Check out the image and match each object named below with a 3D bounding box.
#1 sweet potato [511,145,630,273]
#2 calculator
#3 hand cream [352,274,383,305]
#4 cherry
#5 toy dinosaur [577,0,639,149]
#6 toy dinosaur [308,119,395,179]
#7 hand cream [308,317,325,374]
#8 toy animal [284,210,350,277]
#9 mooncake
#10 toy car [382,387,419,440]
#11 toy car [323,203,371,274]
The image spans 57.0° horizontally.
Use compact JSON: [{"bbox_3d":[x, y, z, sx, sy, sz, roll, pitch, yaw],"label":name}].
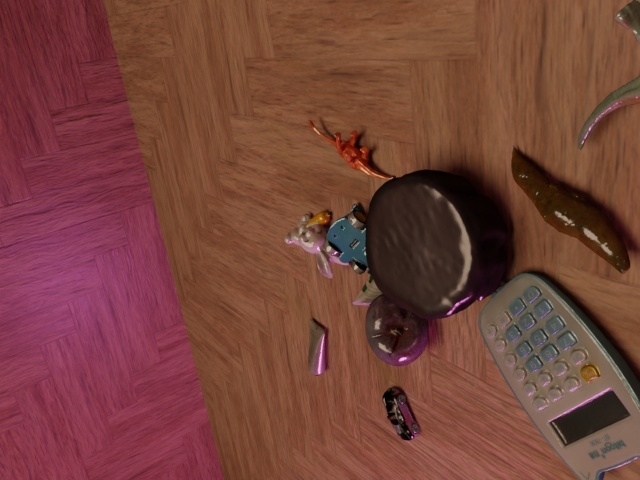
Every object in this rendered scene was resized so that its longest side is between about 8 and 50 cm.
[{"bbox_3d":[0.380,-0.052,0.923,0.274,0.067,0.067,54,148,33],"label":"sweet potato"},{"bbox_3d":[0.424,0.233,1.045,0.386,0.054,0.256,57,149,22],"label":"calculator"},{"bbox_3d":[0.156,0.075,1.357,0.276,0.095,0.059,114,152,-47],"label":"hand cream"},{"bbox_3d":[0.173,0.205,1.354,0.176,0.140,0.176,162,90,-88],"label":"cherry"},{"bbox_3d":[0.434,-0.225,0.698,0.205,0.092,0.393,53,139,14],"label":"toy dinosaur"},{"bbox_3d":[0.060,-0.211,1.343,0.279,0.055,0.101,49,168,26],"label":"toy dinosaur"},{"bbox_3d":[-0.011,0.340,1.831,0.087,0.054,0.186,34,130,51],"label":"hand cream"},{"bbox_3d":[0.000,0.000,1.572,0.127,0.131,0.182,49,173,-36],"label":"toy animal"},{"bbox_3d":[0.217,0.002,1.121,0.283,0.141,0.283,17,115,41],"label":"mooncake"},{"bbox_3d":[0.205,0.458,1.546,0.069,0.055,0.142,-27,87,57],"label":"toy car"},{"bbox_3d":[0.100,-0.002,1.410,0.161,0.098,0.126,37,122,-3],"label":"toy car"}]
